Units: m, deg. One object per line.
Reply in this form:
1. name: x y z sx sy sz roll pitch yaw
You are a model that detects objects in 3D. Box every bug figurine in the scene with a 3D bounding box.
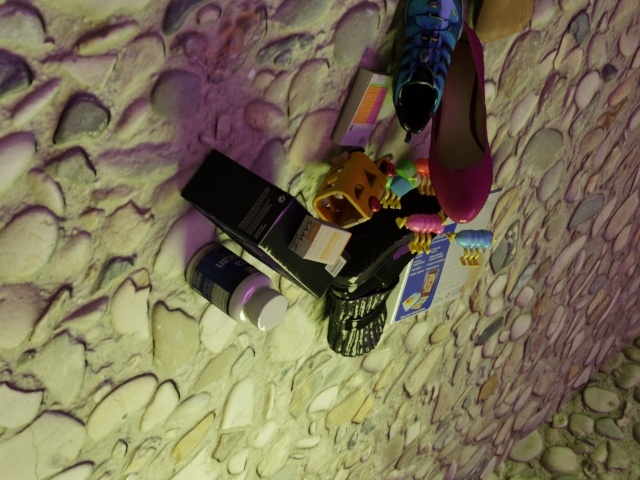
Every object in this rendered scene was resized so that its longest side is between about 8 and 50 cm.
1. bug figurine: 0.222 -0.074 2.016 0.216 0.279 0.072 -3 142 -36

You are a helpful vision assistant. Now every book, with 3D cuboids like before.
1. book: 0.081 -0.243 1.889 0.096 0.035 0.144 -4 121 -57

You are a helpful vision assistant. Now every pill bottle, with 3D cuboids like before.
1. pill bottle: -0.139 0.081 1.733 0.094 0.169 0.094 -36 143 -33

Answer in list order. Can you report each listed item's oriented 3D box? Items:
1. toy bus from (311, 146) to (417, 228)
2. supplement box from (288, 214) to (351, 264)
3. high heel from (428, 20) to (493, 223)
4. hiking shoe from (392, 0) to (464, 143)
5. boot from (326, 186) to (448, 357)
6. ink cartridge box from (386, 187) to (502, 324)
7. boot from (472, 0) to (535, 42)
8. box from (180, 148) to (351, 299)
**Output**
1. toy bus: 0.062 -0.115 1.898 0.191 0.202 0.104 -42 113 -1
2. supplement box: 0.000 0.000 1.626 0.098 0.036 0.062 17 104 -59
3. high heel: 0.257 -0.227 1.941 0.181 0.127 0.377 66 20 -62
4. hiking shoe: 0.199 -0.333 1.849 0.132 0.113 0.304 -86 -179 -54
5. boot: 0.136 0.063 2.146 0.348 0.131 0.260 -35 140 -25
6. ink cartridge box: 0.271 0.022 2.367 0.304 0.072 0.307 -14 127 -47
7. boot: 0.409 -0.516 1.960 0.236 0.089 0.269 -18 154 -6
8. box: -0.086 -0.022 1.702 0.103 0.184 0.261 -52 149 -5
